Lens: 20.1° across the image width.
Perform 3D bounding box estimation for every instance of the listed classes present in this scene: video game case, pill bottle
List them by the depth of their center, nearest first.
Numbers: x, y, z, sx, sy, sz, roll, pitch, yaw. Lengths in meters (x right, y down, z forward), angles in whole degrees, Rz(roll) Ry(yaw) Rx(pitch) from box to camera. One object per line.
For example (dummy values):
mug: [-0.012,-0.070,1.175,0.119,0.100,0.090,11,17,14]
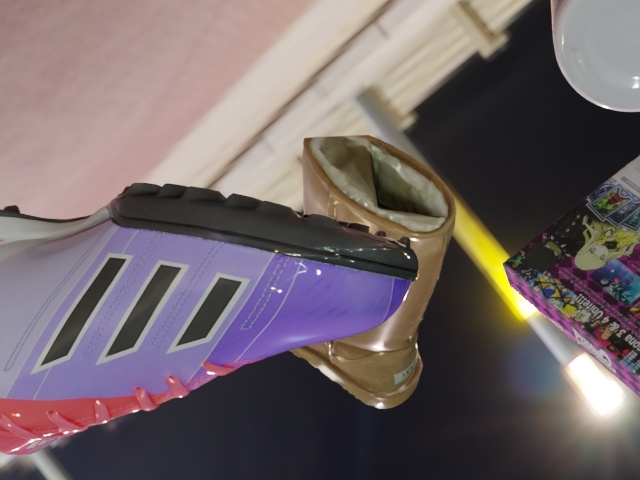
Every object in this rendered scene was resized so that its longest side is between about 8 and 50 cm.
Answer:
pill bottle: [0.189,-0.155,1.113,0.094,0.094,0.169,-39,-161,23]
video game case: [0.307,0.029,1.526,0.210,0.232,0.042,-37,140,-13]

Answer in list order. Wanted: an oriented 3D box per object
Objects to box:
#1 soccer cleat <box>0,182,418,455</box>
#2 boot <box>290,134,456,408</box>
soccer cleat: [-0.095,0.041,0.793,0.318,0.116,0.108,-2,168,36]
boot: [0.000,0.000,1.454,0.089,0.236,0.269,-52,161,-28]
